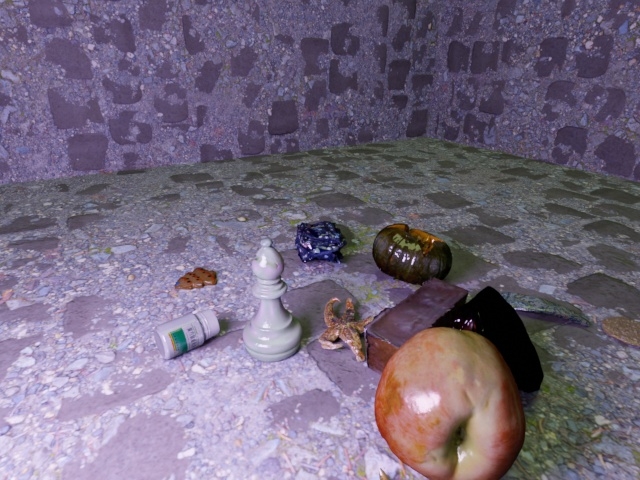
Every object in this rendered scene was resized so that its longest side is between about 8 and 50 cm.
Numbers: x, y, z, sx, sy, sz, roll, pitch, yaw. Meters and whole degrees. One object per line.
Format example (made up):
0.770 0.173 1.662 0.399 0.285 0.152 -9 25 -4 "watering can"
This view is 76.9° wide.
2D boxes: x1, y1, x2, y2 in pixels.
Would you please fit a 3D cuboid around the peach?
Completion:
0.208 0.253 0.669 0.232 0.233 0.257 2 15 4 "peach"

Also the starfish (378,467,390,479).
0.099 0.407 0.544 0.223 0.050 0.217 2 16 -7 "starfish"

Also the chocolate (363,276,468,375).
0.220 0.198 0.921 0.111 0.112 0.321 21 30 36 "chocolate"

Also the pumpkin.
0.268 0.048 1.196 0.237 0.159 0.238 20 16 -6 "pumpkin"

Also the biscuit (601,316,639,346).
0.751 0.221 0.980 0.120 0.015 0.120 0 23 0 "biscuit"

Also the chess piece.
-0.113 0.121 0.892 0.138 0.272 0.139 -1 24 1 "chess piece"

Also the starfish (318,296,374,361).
0.063 0.217 0.975 0.150 0.053 0.210 -19 32 -10 "starfish"

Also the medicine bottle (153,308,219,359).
-0.305 0.211 0.925 0.130 0.081 0.080 -19 30 -36 "medicine bottle"

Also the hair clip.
0.574 0.176 1.055 0.228 0.036 0.066 14 34 28 "hair clip"

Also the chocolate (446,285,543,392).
0.327 0.234 0.850 0.177 0.207 0.224 -38 -12 35 "chocolate"

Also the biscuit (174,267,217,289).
-0.376 0.117 1.213 0.129 0.019 0.119 -22 32 -39 "biscuit"

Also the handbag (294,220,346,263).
0.000 0.000 1.363 0.161 0.113 0.260 4 16 -7 "handbag"
